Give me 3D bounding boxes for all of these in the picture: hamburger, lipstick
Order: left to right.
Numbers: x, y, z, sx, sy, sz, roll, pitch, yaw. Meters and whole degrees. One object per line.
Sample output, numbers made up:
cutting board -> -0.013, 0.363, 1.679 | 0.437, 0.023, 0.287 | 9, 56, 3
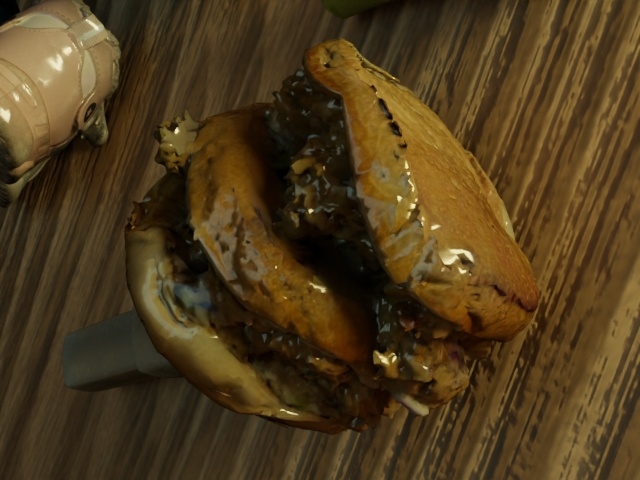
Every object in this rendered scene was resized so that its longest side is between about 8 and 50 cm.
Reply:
lipstick -> -0.145, 0.092, 0.769 | 0.252, 0.079, 0.078 | -22, 67, 37
hamburger -> 0.006, -0.009, 0.555 | 0.211, 0.260, 0.245 | -39, 24, 26

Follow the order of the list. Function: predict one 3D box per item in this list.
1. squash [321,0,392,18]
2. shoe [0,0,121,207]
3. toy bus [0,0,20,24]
squash -> 0.103, -0.232, 0.641 | 0.250, 0.083, 0.083 | 2, 80, 43
shoe -> -0.350, -0.161, 0.969 | 0.198, 0.172, 0.351 | -45, 22, -22
toy bus -> -0.455, -0.279, 1.002 | 0.116, 0.234, 0.134 | -22, 85, 2
